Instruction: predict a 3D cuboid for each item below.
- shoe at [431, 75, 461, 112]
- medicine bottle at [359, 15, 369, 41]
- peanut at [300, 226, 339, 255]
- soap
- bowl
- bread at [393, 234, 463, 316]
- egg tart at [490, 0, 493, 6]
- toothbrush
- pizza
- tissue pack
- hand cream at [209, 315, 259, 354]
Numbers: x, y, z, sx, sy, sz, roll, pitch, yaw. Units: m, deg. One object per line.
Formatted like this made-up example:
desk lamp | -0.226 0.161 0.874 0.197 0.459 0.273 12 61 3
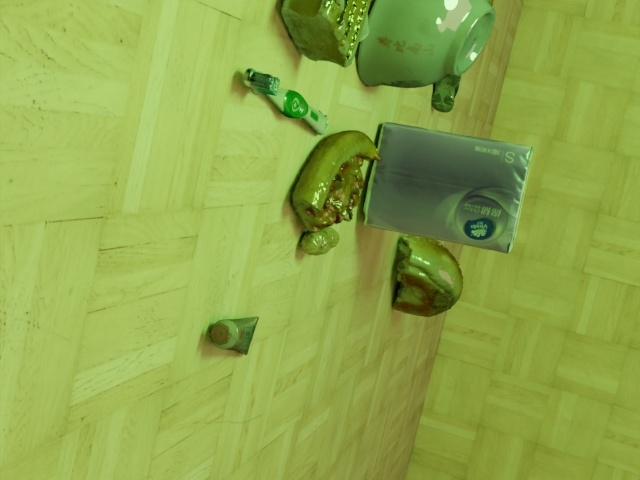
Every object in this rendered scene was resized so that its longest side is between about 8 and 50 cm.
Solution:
shoe | 0.345 -0.433 2.438 0.099 0.071 0.169 -63 165 -44
medicine bottle | 0.052 -0.375 1.512 0.089 0.052 0.052 75 33 -60
peanut | 0.000 0.000 1.675 0.113 0.054 0.054 -25 128 -64
soap | 0.034 -0.418 1.345 0.173 0.089 0.274 51 55 -69
bowl | 0.230 -0.412 1.734 0.345 0.157 0.345 -47 159 -25
bread | 0.315 0.102 2.586 0.314 0.192 0.171 81 30 -55
egg tart | 0.409 -0.661 2.377 0.241 0.106 0.241 15 90 -77
toothbrush | -0.043 -0.207 1.387 0.418 0.040 0.042 10 94 -79
pizza | 0.035 -0.107 1.656 0.365 0.074 0.182 -34 128 -65
tissue pack | 0.277 -0.118 1.998 0.160 0.338 0.242 -13 113 -77
hand cream | -0.128 0.148 1.406 0.210 0.043 0.067 33 72 -79
